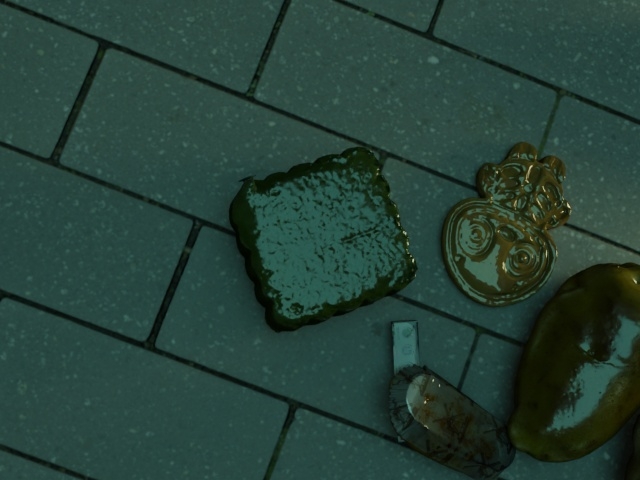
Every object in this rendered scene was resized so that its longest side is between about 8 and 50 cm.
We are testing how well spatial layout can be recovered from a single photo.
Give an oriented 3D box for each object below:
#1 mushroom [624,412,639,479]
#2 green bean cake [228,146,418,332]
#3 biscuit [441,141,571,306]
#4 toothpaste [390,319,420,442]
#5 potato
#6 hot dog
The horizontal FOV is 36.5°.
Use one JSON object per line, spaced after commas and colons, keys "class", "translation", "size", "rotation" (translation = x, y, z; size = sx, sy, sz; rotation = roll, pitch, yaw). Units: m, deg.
{"class": "mushroom", "translation": [0.605, 0.343, 1.558], "size": [0.278, 0.146, 0.278], "rotation": [-4, 102, -17]}
{"class": "green bean cake", "translation": [0.000, 0.000, 1.531], "size": [0.250, 0.156, 0.247], "rotation": [-20, 86, -9]}
{"class": "biscuit", "translation": [0.320, -0.027, 1.633], "size": [0.202, 0.044, 0.288], "rotation": [31, 82, -1]}
{"class": "toothpaste", "translation": [0.139, 0.227, 1.575], "size": [0.047, 0.040, 0.196], "rotation": [-2, 83, -6]}
{"class": "potato", "translation": [0.432, 0.191, 1.552], "size": [0.195, 0.176, 0.369], "rotation": [38, 78, -22]}
{"class": "hot dog", "translation": [0.209, 0.295, 1.536], "size": [0.253, 0.069, 0.131], "rotation": [34, 62, -18]}
